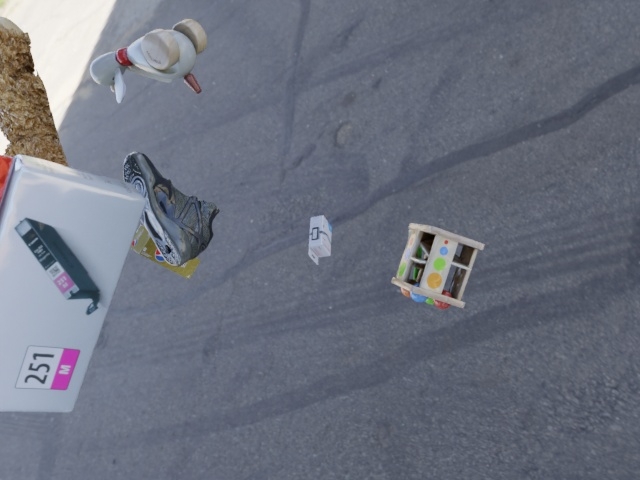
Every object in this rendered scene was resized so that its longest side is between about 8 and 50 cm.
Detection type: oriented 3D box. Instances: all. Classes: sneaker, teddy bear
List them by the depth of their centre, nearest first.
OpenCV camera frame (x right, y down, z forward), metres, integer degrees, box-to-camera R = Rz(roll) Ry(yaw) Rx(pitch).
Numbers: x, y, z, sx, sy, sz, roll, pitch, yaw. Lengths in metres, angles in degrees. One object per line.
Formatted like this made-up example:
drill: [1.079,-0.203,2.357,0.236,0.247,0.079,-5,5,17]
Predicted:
teddy bear: [-0.568,-0.249,1.042,0.245,0.113,0.338,29,131,58]
sneaker: [-0.283,-0.073,1.071,0.087,0.130,0.228,-31,91,43]

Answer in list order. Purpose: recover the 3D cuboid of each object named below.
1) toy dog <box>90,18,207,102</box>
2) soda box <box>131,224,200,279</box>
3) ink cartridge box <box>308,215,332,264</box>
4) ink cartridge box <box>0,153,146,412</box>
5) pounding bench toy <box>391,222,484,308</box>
toy dog: [-0.399,-0.407,1.339,0.220,0.161,0.333,-36,26,-30]
soda box: [-0.387,0.032,1.392,0.058,0.181,0.061,26,82,36]
ink cartridge box: [0.000,0.000,1.078,0.028,0.048,0.083,-9,60,22]
ink cartridge box: [-0.340,0.045,0.565,0.060,0.239,0.275,38,109,50]
pounding bench toy: [0.097,0.023,0.505,0.083,0.052,0.065,-157,85,-77]
